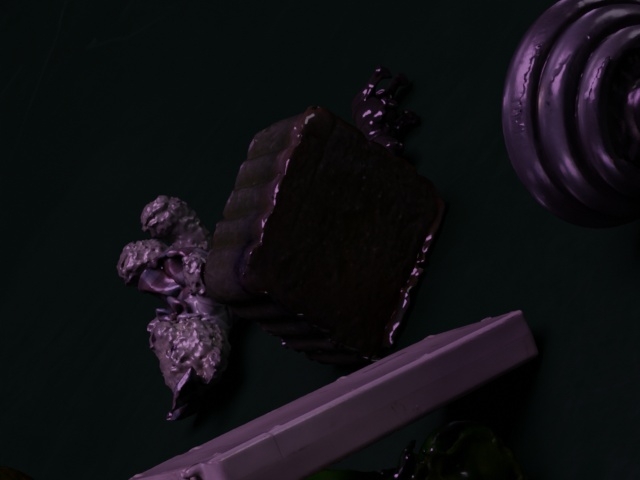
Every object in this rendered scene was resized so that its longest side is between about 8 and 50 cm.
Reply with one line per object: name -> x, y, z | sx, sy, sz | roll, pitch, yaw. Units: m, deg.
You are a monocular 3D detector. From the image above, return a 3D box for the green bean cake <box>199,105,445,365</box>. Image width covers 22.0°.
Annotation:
green bean cake -> 0.000, 0.000, 1.403 | 0.094, 0.173, 0.181 | -7, 58, 51

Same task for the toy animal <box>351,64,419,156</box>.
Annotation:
toy animal -> 0.058, -0.106, 1.554 | 0.065, 0.047, 0.135 | -46, 32, 27

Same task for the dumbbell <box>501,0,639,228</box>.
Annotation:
dumbbell -> 0.280, -0.086, 1.075 | 0.406, 0.179, 0.179 | 6, 66, 58

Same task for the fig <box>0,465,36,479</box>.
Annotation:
fig -> -0.392, 0.282, 1.587 | 0.206, 0.275, 0.206 | -36, 33, 29

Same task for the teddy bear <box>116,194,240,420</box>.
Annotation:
teddy bear -> -0.121, 0.071, 1.600 | 0.133, 0.111, 0.213 | -52, 47, 51

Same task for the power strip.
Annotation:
power strip -> 0.012, 0.126, 1.159 | 0.367, 0.043, 0.106 | -21, -1, -44

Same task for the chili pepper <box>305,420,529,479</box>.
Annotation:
chili pepper -> -0.035, 0.254, 1.173 | 0.385, 0.167, 0.213 | -25, 4, 22
